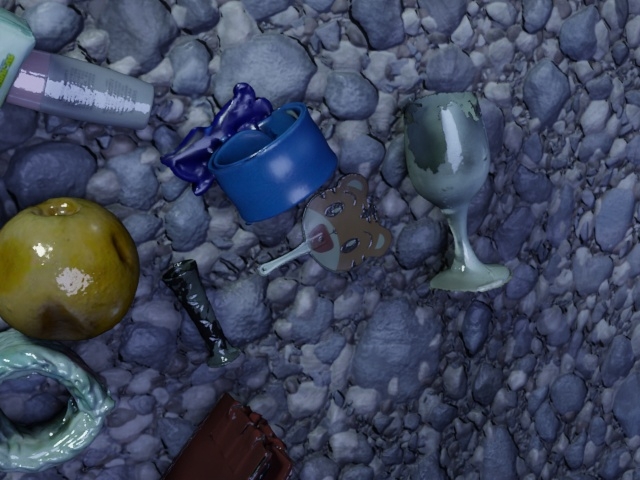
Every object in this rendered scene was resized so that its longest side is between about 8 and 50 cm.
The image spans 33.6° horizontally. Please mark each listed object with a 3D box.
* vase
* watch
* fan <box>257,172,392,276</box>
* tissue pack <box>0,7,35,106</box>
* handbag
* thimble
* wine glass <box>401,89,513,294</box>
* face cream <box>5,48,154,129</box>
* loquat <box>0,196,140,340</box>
[{"bbox_3d":[-0.180,0.114,1.617,0.059,0.059,0.167,-29,111,-12],"label":"vase"},{"bbox_3d":[-0.087,-0.115,1.525,0.196,0.200,0.171,-47,116,-9],"label":"watch"},{"bbox_3d":[0.000,0.000,1.684,0.226,0.008,0.153,-29,111,-13],"label":"fan"},{"bbox_3d":[-0.593,-0.222,1.310,0.388,0.162,0.287,24,99,-30],"label":"tissue pack"},{"bbox_3d":[-0.164,0.383,1.577,0.084,0.260,0.276,35,87,-21],"label":"handbag"},{"bbox_3d":[-0.405,0.227,1.511,0.211,0.149,0.185,1,100,-20],"label":"thimble"},{"bbox_3d":[0.213,-0.074,1.681,0.143,0.143,0.321,-19,106,-16],"label":"wine glass"},{"bbox_3d":[-0.336,-0.209,1.486,0.198,0.057,0.084,13,89,-21],"label":"face cream"},{"bbox_3d":[-0.353,0.048,1.463,0.213,0.213,0.213,-5,104,-19],"label":"loquat"}]
